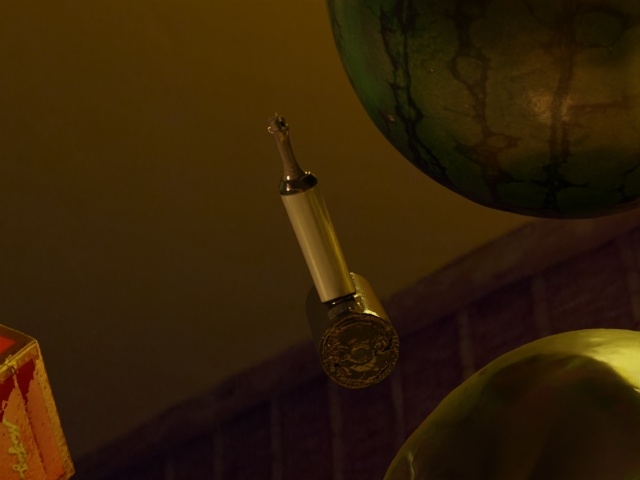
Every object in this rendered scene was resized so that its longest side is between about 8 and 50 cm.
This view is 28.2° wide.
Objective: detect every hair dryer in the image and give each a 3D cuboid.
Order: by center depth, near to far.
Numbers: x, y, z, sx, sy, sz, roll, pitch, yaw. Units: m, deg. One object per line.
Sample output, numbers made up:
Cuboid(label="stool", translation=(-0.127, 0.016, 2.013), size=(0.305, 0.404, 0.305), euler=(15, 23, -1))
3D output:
Cuboid(label="hair dryer", translation=(0.000, 0.000, 0.888), size=(0.057, 0.197, 0.100), euler=(-19, -158, -2))

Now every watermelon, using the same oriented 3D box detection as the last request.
Cuboid(label="watermelon", translation=(0.165, -0.185, 0.873), size=(0.363, 0.363, 0.363), euler=(-1, -120, 1))

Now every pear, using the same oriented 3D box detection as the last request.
Cuboid(label="pear", translation=(0.165, 0.220, 0.938), size=(0.399, 0.165, 0.398), euler=(-31, -140, 29))

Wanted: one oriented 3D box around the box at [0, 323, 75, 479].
Cuboid(label="box", translation=(-0.305, 0.191, 0.982), size=(0.074, 0.153, 0.240), euler=(13, -141, 32))
